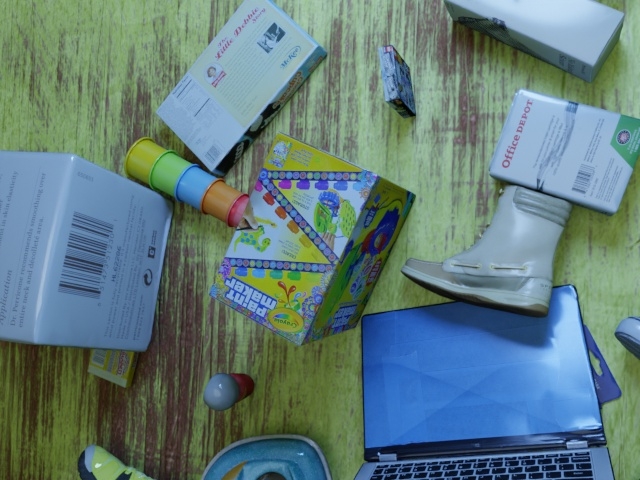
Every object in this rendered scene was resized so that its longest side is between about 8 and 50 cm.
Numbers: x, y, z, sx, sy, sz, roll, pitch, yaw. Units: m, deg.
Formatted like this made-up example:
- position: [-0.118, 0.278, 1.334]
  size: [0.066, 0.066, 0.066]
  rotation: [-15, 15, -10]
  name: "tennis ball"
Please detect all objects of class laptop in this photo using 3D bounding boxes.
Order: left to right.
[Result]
- position: [0.210, 0.244, 0.972]
  size: [0.382, 0.408, 0.236]
  rotation: [-11, 93, 20]
  name: "laptop"

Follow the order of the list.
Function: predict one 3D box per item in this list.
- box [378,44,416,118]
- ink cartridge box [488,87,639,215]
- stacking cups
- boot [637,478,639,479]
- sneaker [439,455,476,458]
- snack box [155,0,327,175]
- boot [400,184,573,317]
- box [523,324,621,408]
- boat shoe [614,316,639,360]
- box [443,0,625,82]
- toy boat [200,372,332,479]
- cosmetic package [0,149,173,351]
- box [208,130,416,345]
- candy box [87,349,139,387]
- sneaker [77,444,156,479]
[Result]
- position: [0.136, -0.274, 1.142]
  size: [0.027, 0.137, 0.094]
  rotation: [-10, 85, 19]
  name: "box"
- position: [0.400, -0.144, 1.067]
  size: [0.208, 0.087, 0.153]
  rotation: [22, 96, 19]
  name: "ink cartridge box"
- position: [-0.243, -0.098, 1.295]
  size: [0.316, 0.096, 0.096]
  rotation: [29, 98, 19]
  name: "stacking cups"
- position: [0.343, 0.453, 1.008]
  size: [0.284, 0.138, 0.377]
  rotation: [36, 101, 4]
  name: "boot"
- position: [0.252, 0.455, 1.108]
  size: [0.086, 0.064, 0.192]
  rotation: [-9, 84, 21]
  name: "sneaker"
- position: [-0.160, -0.310, 1.292]
  size: [0.187, 0.060, 0.322]
  rotation: [46, 103, 15]
  name: "snack box"
- position: [0.276, 0.006, 1.104]
  size: [0.262, 0.095, 0.203]
  rotation: [11, 80, 39]
  name: "boot"
- position: [0.366, 0.242, 1.093]
  size: [0.225, 0.036, 0.136]
  rotation: [-28, 79, 16]
  name: "box"
- position: [0.599, 0.188, 0.986]
  size: [0.302, 0.109, 0.094]
  rotation: [31, 83, 10]
  name: "boat shoe"
- position: [0.349, -0.371, 1.083]
  size: [0.275, 0.113, 0.094]
  rotation: [33, 100, 19]
  name: "box"
- position: [-0.132, 0.396, 1.200]
  size: [0.267, 0.148, 0.318]
  rotation: [-21, 79, 12]
  name: "toy boat"
- position: [-0.557, 0.025, 1.263]
  size: [0.393, 0.327, 0.329]
  rotation: [6, 81, 20]
  name: "cosmetic package"
- position: [0.000, 0.000, 1.100]
  size: [0.177, 0.290, 0.279]
  rotation: [27, 98, 18]
  name: "box"
- position: [-0.424, 0.196, 1.385]
  size: [0.105, 0.027, 0.206]
  rotation: [16, 93, 19]
  name: "candy box"
- position: [-0.327, 0.532, 1.300]
  size: [0.384, 0.145, 0.147]
  rotation: [37, 70, 20]
  name: "sneaker"
